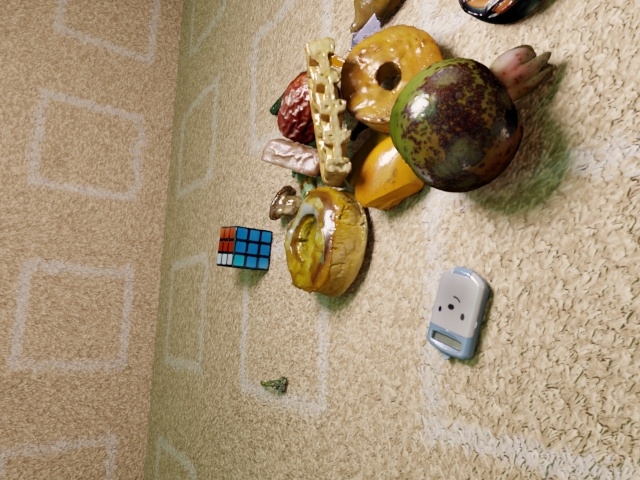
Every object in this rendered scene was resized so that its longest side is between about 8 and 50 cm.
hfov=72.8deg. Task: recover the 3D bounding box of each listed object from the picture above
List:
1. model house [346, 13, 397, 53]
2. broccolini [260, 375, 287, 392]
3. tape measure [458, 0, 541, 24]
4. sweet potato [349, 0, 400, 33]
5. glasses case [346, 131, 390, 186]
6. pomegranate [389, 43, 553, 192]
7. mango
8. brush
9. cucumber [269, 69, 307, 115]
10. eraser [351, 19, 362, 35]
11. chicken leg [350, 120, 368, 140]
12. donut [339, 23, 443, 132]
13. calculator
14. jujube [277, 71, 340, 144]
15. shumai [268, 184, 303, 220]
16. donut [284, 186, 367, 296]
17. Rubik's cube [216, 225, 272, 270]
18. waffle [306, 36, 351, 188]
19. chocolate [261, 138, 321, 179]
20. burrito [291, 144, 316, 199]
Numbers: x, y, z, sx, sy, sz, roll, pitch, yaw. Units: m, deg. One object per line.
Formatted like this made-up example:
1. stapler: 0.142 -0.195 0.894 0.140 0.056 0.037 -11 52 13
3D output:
1. model house: 0.138 -0.565 1.259 0.167 0.088 0.117 -37 32 44
2. broccolini: -0.183 0.507 1.549 0.194 0.052 0.054 -16 66 52
3. tape measure: 0.389 -0.568 0.901 0.223 0.135 0.202 -49 55 45
4. sweet potato: 0.194 -0.752 1.210 0.370 0.157 0.158 -56 42 41
5. glasses case: 0.147 -0.242 1.229 0.234 0.064 0.079 -42 51 44
6. pomegranate: 0.312 -0.260 0.875 0.340 0.285 0.285 -39 48 10
7. mango: 0.187 -0.177 1.112 0.252 0.126 0.154 -51 57 35
8. brush: 0.079 -0.510 1.266 0.314 0.017 0.090 30 136 20
9. cucumber: -0.119 -0.570 1.688 0.256 0.043 0.044 -34 61 45
10. eraser: 0.140 -0.690 1.365 0.105 0.026 0.065 -32 61 47
11. chicken leg: 0.129 -0.384 1.275 0.053 0.093 0.205 83 -171 -65
12. donut: 0.184 -0.395 1.103 0.277 0.108 0.278 -8 69 22
13. calculator: 0.300 0.163 0.956 0.121 0.039 0.211 21 101 55
14. jujube: -0.041 -0.434 1.430 0.243 0.183 0.183 -53 44 35
15. shumai: -0.133 -0.125 1.584 0.105 0.139 0.123 50 160 10
16. donut: 0.000 0.000 1.306 0.330 0.159 0.330 -31 53 54
17. Rubik's cube: -0.300 0.032 1.714 0.163 0.162 0.161 0 82 53
18. waffle: 0.021 -0.323 1.186 0.304 0.077 0.349 -172 73 -87
19. chocolate: -0.076 -0.271 1.413 0.214 0.148 0.093 22 101 13
20. burrito: -0.071 -0.256 1.552 0.104 0.054 0.288 -38 55 46
